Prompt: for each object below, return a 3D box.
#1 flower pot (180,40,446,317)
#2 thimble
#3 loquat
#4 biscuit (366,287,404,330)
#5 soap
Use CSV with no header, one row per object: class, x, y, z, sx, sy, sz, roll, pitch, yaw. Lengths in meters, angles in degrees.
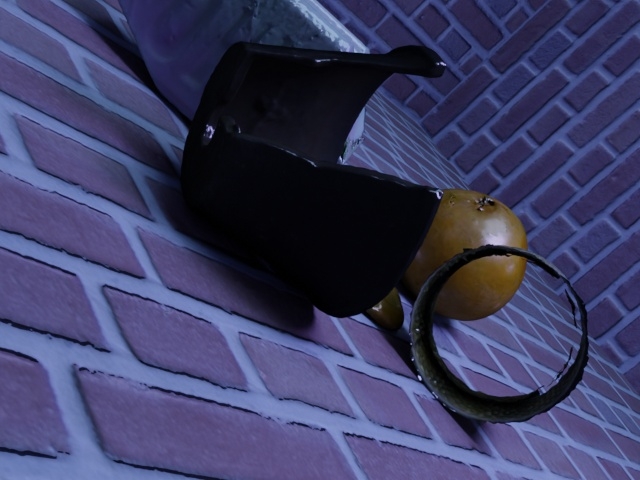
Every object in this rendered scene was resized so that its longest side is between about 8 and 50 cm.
flower pot,-0.033,-0.104,1.271,0.251,0.379,0.379,16,27,-22
thimble,0.280,0.140,1.526,0.271,0.271,0.150,49,12,9
loquat,0.260,0.028,1.857,0.263,0.263,0.263,43,15,-14
biscuit,0.072,0.051,1.612,0.203,0.041,0.260,46,16,-4
soap,-0.110,-0.286,1.535,0.446,0.261,0.156,43,15,-4
